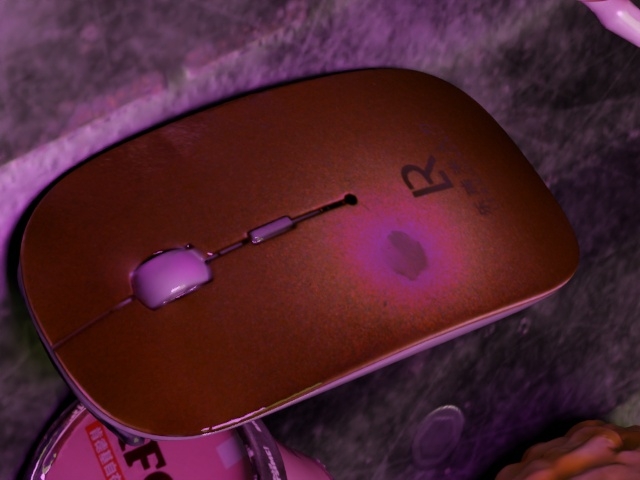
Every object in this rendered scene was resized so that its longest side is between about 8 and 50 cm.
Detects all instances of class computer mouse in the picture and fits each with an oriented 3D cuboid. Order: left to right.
[{"bbox_3d":[0.000,0.000,0.983,0.310,0.158,0.072,-19,156,-33],"label":"computer mouse"}]

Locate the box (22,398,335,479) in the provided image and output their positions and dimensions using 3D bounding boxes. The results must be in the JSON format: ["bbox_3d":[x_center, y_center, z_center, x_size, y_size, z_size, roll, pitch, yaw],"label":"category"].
[{"bbox_3d":[-0.062,0.155,1.016,0.151,0.151,0.135,-57,146,0],"label":"box"}]

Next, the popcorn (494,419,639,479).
[{"bbox_3d":[0.195,0.258,1.239,0.293,0.237,0.293,-18,121,-33],"label":"popcorn"}]

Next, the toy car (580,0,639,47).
[{"bbox_3d":[0.134,-0.230,0.903,0.270,0.180,0.212,40,106,-11],"label":"toy car"}]
